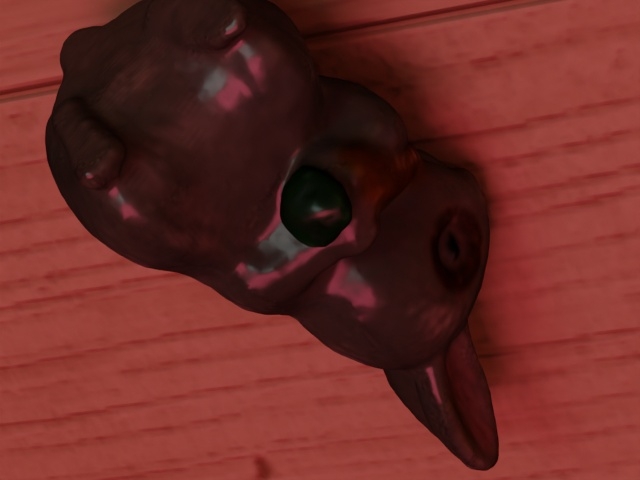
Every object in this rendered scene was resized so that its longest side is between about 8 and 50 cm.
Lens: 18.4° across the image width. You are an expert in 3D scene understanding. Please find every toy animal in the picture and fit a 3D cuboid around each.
[{"bbox_3d":[0.002,-0.010,0.770,0.236,0.138,0.108,33,92,-36],"label":"toy animal"}]
